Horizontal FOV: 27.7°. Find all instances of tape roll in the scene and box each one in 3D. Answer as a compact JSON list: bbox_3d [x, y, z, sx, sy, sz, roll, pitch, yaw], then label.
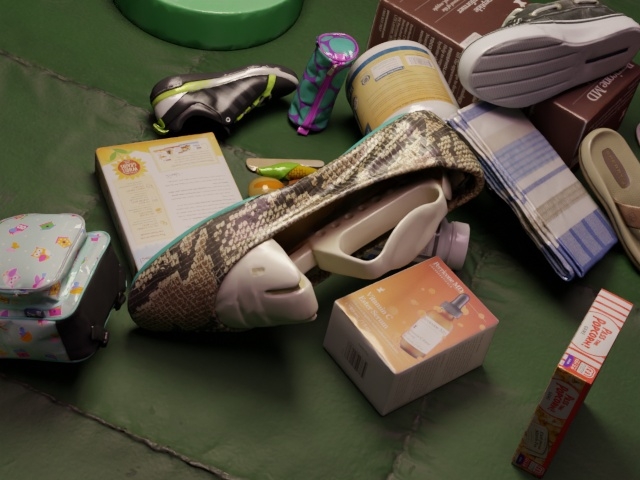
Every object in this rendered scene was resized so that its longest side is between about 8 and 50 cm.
[{"bbox_3d":[-0.180,-0.437,2.097,0.321,0.077,0.321,7,46,-7],"label":"tape roll"}]

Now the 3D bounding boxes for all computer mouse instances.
[{"bbox_3d":[0.300,-0.044,1.857,0.071,0.041,0.242,-14,51,-23],"label":"computer mouse"}]

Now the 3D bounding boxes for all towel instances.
[{"bbox_3d":[0.296,-0.081,1.800,0.285,0.034,0.209,52,33,5],"label":"towel"}]

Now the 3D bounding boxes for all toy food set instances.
[{"bbox_3d":[-0.034,-0.057,1.794,0.132,0.038,0.192,-1,47,-14],"label":"toy food set"}]

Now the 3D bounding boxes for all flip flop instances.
[{"bbox_3d":[0.469,-0.046,1.831,0.112,0.080,0.277,-26,81,-32],"label":"flip flop"}]

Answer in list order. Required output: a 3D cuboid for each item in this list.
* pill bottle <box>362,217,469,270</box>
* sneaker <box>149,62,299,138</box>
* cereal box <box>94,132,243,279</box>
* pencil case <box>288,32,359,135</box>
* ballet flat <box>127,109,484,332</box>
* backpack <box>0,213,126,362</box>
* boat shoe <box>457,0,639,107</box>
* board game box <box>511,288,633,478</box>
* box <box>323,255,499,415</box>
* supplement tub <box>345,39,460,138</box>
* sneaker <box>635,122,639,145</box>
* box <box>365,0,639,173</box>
[{"bbox_3d":[0.128,-0.003,1.752,0.137,0.078,0.078,11,46,-3],"label":"pill bottle"},{"bbox_3d":[-0.137,-0.191,1.891,0.234,0.084,0.097,-11,74,-21],"label":"sneaker"},{"bbox_3d":[-0.191,-0.040,1.737,0.173,0.047,0.240,-9,50,-20],"label":"cereal box"},{"bbox_3d":[0.002,-0.230,1.888,0.064,0.152,0.070,17,43,-9],"label":"pencil case"},{"bbox_3d":[0.000,0.000,1.598,0.482,0.164,0.182,-30,48,-17],"label":"ballet flat"},{"bbox_3d":[-0.346,0.057,1.532,0.188,0.144,0.166,-7,41,20],"label":"backpack"},{"bbox_3d":[0.310,-0.276,1.858,0.335,0.121,0.119,-13,44,-35],"label":"boat shoe"},{"bbox_3d":[0.298,0.172,1.544,0.045,0.193,0.147,28,48,14],"label":"board game box"},{"bbox_3d":[0.112,0.117,1.626,0.170,0.091,0.130,-23,56,-30],"label":"box"},{"bbox_3d":[0.128,-0.177,1.871,0.144,0.144,0.200,-5,48,-17],"label":"supplement tub"},{"bbox_3d":[0.540,-0.147,1.946,0.087,0.128,0.221,-3,46,-14],"label":"sneaker"},{"bbox_3d":[0.278,-0.270,2.001,0.381,0.143,0.191,35,50,18],"label":"box"}]
